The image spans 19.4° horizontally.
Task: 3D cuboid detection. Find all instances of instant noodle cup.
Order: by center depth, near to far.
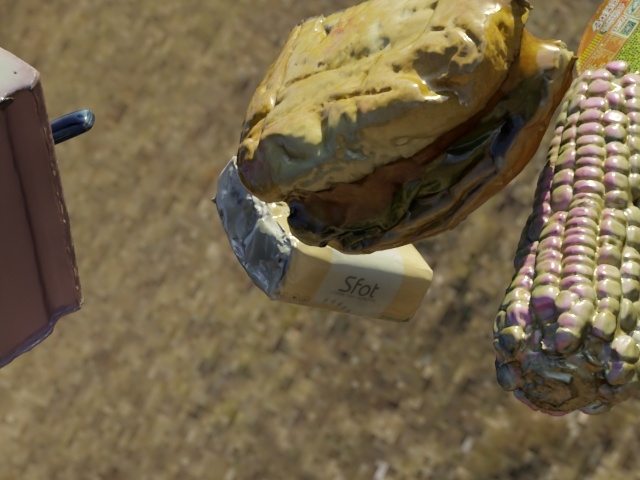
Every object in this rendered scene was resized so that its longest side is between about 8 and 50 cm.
[{"bbox_3d":[0.379,-0.166,1.887,0.168,0.185,0.168,-38,33,31],"label":"instant noodle cup"}]

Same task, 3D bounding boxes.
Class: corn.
[{"bbox_3d":[0.224,-0.005,1.527,0.126,0.126,0.335,-38,25,48],"label":"corn"}]

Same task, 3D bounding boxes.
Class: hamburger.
[{"bbox_3d":[0.044,-0.084,1.564,0.330,0.162,0.209,1,50,50],"label":"hamburger"}]

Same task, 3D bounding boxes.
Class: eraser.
[{"bbox_3d":[-0.412,-0.007,2.078,0.272,0.359,0.122,-36,52,-27],"label":"eraser"}]

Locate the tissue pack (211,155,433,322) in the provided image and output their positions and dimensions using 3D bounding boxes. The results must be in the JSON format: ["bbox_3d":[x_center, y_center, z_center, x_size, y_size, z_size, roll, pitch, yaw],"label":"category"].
[{"bbox_3d":[0.000,0.000,2.124,0.090,0.222,0.186,-55,43,23],"label":"tissue pack"}]

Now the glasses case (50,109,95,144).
[{"bbox_3d":[-0.299,-0.131,2.168,0.083,0.023,0.033,-18,38,26],"label":"glasses case"}]
